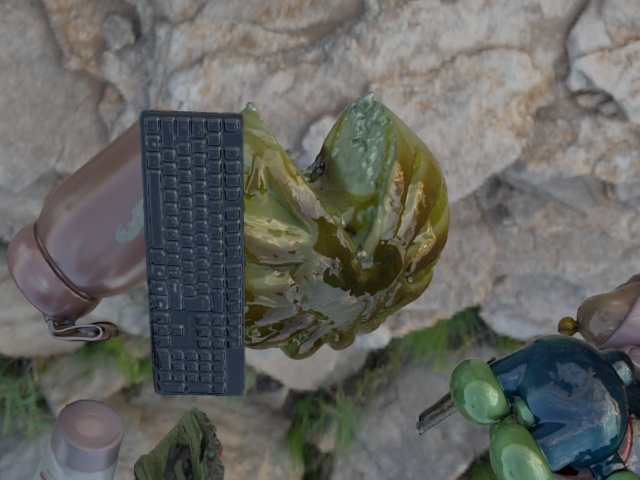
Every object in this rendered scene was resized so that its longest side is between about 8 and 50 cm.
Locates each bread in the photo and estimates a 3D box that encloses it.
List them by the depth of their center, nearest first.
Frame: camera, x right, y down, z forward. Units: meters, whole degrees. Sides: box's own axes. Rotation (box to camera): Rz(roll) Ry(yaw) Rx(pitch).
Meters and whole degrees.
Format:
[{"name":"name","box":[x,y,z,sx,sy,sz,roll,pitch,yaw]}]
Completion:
[{"name":"bread","box":[0.000,0.000,1.223,0.333,0.160,0.333,-19,128,-25]}]

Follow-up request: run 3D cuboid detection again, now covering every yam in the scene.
[{"name":"yam","box":[0.164,0.187,1.370,0.129,0.027,0.033,-33,111,-8]}]

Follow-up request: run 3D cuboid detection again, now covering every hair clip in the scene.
[{"name":"hair clip","box":[-0.149,0.306,1.316,0.091,0.321,0.138,41,97,-16]}]

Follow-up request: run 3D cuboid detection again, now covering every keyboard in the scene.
[{"name":"keyboard","box":[-0.115,0.021,1.072,0.100,0.018,0.310,1,120,-2]}]

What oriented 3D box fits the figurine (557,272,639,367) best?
[{"name":"figurine","box":[0.454,0.166,1.719,0.186,0.176,0.287,30,79,-3]}]

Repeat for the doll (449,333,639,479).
[{"name":"doll","box":[0.256,0.194,1.116,0.186,0.199,0.322,-32,152,5]}]

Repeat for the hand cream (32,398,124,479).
[{"name":"hand cream","box":[-0.313,0.307,1.413,0.133,0.083,0.248,34,126,18]}]

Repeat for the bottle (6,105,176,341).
[{"name":"bottle","box":[-0.256,-0.009,1.461,0.296,0.173,0.206,-36,76,10]}]
